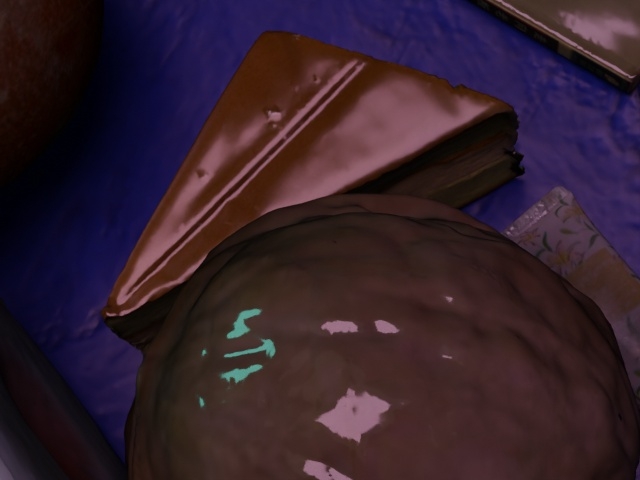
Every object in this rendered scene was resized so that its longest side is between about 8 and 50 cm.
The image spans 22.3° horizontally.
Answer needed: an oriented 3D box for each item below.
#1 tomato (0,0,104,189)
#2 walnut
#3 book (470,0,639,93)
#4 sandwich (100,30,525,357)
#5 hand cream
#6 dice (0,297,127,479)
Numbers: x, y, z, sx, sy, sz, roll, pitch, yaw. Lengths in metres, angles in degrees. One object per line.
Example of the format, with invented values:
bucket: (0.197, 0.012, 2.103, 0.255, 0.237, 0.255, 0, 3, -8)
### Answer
tomato: (-0.251, -0.132, 0.834, 0.270, 0.223, 0.270, -13, 40, 11)
walnut: (0.022, 0.096, 0.746, 0.248, 0.248, 0.248, -2, 75, 8)
book: (0.124, -0.207, 0.931, 0.231, 0.026, 0.161, 33, 83, 16)
sandwich: (0.000, 0.000, 0.845, 0.144, 0.117, 0.187, 24, 79, 17)
hand cream: (0.166, 0.055, 0.846, 0.067, 0.042, 0.194, -42, 69, -2)
dice: (-0.226, 0.166, 0.758, 0.262, 0.265, 0.268, -36, 73, -2)
